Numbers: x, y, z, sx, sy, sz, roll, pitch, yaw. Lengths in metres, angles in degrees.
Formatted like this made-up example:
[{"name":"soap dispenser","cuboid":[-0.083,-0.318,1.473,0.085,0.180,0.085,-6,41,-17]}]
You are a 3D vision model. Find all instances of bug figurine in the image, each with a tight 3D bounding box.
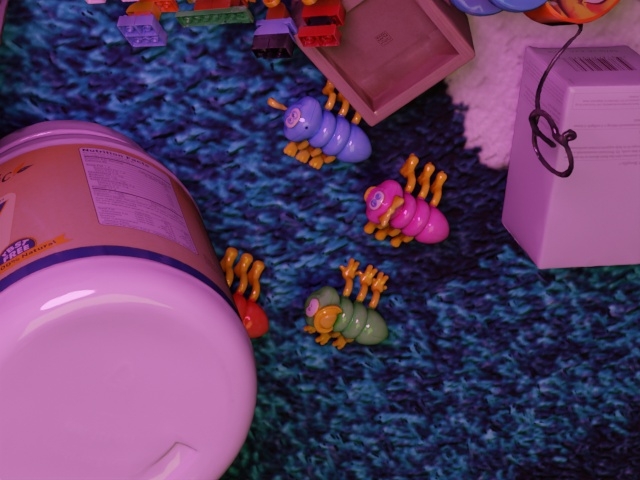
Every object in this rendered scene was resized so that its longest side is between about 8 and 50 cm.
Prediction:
[{"name":"bug figurine","cuboid":[0.000,0.000,1.339,0.216,0.072,0.279,21,109,-25]}]

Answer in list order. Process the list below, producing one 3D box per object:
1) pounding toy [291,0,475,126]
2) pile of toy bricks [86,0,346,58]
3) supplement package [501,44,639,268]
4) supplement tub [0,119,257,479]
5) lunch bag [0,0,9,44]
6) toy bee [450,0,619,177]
[{"name":"pounding toy","cuboid":[0.049,-0.201,1.244,0.130,0.100,0.141,-33,120,20]},{"name":"pile of toy bricks","cuboid":[-0.073,-0.219,1.182,0.212,0.105,0.118,1,154,21]},{"name":"supplement package","cuboid":[0.238,-0.076,1.347,0.105,0.105,0.179,-3,117,-16]},{"name":"supplement tub","cuboid":[-0.187,0.053,1.171,0.228,0.316,0.228,-7,119,-13]},{"name":"lunch bag","cuboid":[-0.411,-0.129,1.074,0.305,0.212,0.256,23,126,-22]},{"name":"toy bee","cuboid":[0.178,-0.231,1.197,0.162,0.195,0.298,-32,125,-12]}]
